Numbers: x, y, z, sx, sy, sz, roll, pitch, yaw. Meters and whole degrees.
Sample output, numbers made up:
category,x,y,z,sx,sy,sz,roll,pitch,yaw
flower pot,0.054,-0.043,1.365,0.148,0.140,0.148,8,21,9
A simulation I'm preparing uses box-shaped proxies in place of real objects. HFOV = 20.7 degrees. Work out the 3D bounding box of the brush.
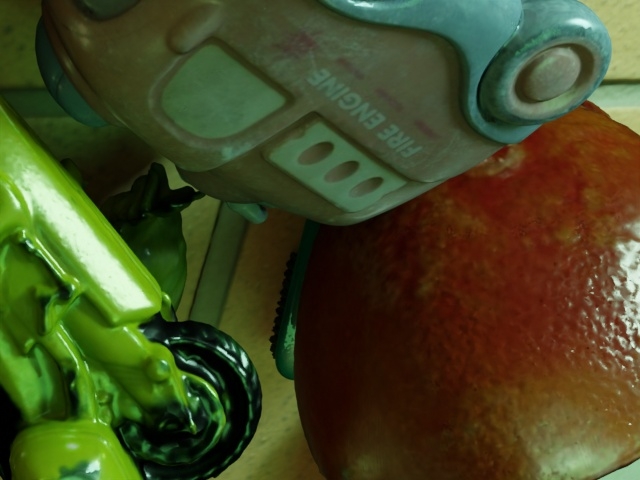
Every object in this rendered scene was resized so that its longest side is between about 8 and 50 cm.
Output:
category,x,y,z,sx,sy,sz,roll,pitch,yaw
brush,0.000,0.000,1.119,0.043,0.032,0.193,-1,115,-31

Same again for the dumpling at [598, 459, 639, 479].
category,x,y,z,sx,sy,sz,roll,pitch,yaw
dumpling,0.168,0.139,1.265,0.341,0.181,0.260,-1,110,2

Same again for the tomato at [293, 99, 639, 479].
category,x,y,z,sx,sy,sz,roll,pitch,yaw
tomato,0.094,0.006,1.021,0.309,0.309,0.170,-26,115,-14

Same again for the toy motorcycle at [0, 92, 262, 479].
category,x,y,z,sx,sy,sz,roll,pitch,yaw
toy motorcycle,-0.185,0.023,0.852,0.206,0.142,0.342,-31,108,15

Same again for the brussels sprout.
category,x,y,z,sx,sy,sz,roll,pitch,yaw
brussels sprout,-0.137,0.031,1.002,0.139,0.100,0.181,-5,126,-49

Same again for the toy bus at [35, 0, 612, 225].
category,x,y,z,sx,sy,sz,roll,pitch,yaw
toy bus,-0.018,-0.124,0.882,0.232,0.197,0.294,-39,141,16
